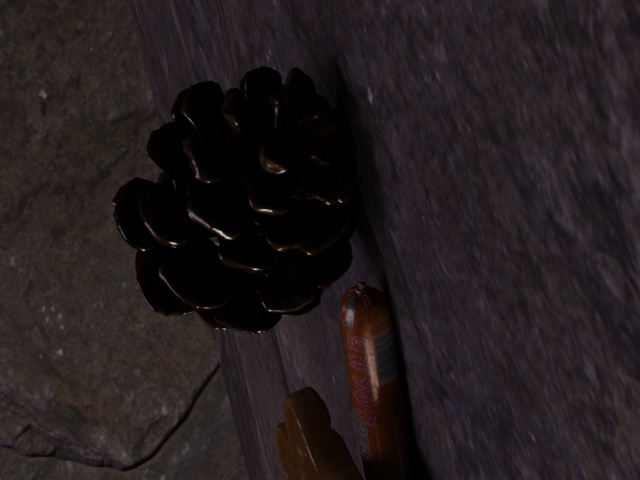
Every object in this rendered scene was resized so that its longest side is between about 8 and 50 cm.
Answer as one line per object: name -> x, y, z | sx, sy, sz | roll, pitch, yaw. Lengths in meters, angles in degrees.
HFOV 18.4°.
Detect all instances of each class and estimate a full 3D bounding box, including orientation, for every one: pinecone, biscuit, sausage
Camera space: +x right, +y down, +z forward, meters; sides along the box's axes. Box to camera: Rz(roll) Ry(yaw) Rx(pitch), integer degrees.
pinecone -> -0.074, -0.040, 1.870 | 0.309, 0.244, 0.244 | 111, 143, -60
biscuit -> 0.039, 0.328, 2.048 | 0.275, 0.052, 0.355 | 101, 147, -65
sausage -> 0.061, 0.179, 1.979 | 0.053, 0.053, 0.348 | -118, 15, -52

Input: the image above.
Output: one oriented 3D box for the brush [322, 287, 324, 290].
brush -> 0.000, 0.000, 2.158 | 0.314, 0.017, 0.090 | 124, 129, -77
